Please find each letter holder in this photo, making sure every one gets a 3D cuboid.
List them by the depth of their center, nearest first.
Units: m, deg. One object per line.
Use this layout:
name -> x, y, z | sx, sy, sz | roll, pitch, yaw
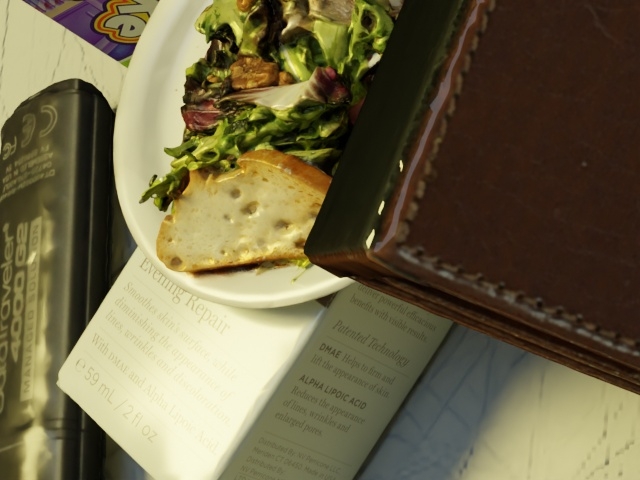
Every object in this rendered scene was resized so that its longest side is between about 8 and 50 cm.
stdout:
letter holder -> 0.154, -0.094, 0.449 | 0.152, 0.214, 0.302 | 171, 121, -83

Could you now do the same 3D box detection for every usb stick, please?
usb stick -> -0.137, 0.050, 0.747 | 0.077, 0.045, 0.278 | -23, 58, 37

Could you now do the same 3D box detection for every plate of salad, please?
plate of salad -> -0.012, -0.071, 0.593 | 0.200, 0.048, 0.200 | -16, 61, 31

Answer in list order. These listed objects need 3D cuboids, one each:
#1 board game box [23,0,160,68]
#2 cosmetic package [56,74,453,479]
board game box -> -0.029, -0.211, 0.654 | 0.347, 0.233, 0.078 | -18, 60, 31
cosmetic package -> 0.000, 0.000, 0.638 | 0.117, 0.085, 0.231 | 33, 93, 41
